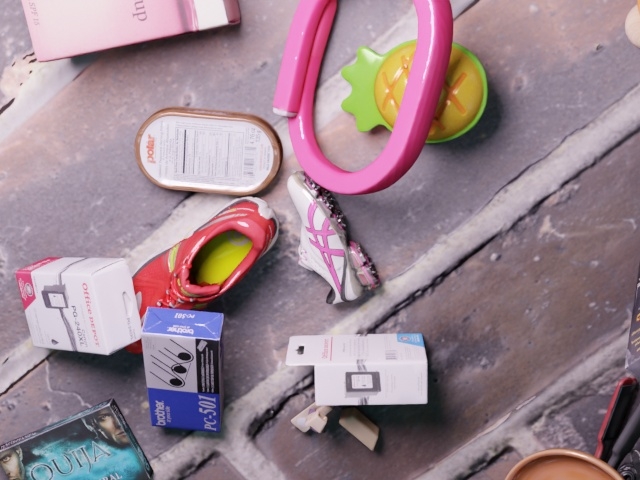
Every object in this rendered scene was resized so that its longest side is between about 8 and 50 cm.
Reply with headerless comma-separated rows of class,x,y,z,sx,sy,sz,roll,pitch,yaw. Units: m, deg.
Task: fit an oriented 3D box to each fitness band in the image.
fitness band,0.047,-0.198,1.142,0.209,0.054,0.291,25,109,35

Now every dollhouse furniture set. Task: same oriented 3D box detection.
dollhouse furniture set,0.016,0.267,1.319,0.114,0.091,0.081,41,118,-12

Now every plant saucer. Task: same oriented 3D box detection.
plant saucer,0.342,0.375,1.316,0.200,0.037,0.200,7,103,30

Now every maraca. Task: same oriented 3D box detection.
maraca,0.112,-0.183,1.184,0.185,0.099,0.127,5,101,21

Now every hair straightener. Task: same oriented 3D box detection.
hair straightener,0.402,0.304,1.304,0.047,0.089,0.230,7,109,-41

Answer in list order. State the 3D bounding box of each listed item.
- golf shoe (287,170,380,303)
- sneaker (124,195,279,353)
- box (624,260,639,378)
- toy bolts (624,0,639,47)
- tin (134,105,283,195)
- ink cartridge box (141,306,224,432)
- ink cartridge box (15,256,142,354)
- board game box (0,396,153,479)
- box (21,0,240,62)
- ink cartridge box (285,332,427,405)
golf shoe,0.000,0.000,1.248,0.086,0.067,0.186,-28,102,10
sneaker,-0.171,0.048,1.238,0.107,0.118,0.279,44,105,-9
box,0.481,0.007,1.082,0.076,0.242,0.307,34,134,-7
toy bolts,0.498,-0.256,1.158,0.218,0.158,0.228,-38,91,-30
tin,-0.143,-0.114,1.240,0.189,0.040,0.106,5,101,1
ink cartridge box,-0.175,0.172,1.260,0.097,0.046,0.207,5,136,0
ink cartridge box,-0.311,0.082,1.247,0.150,0.063,0.109,0,106,36
board game box,-0.346,0.311,1.362,0.186,0.026,0.126,-24,103,8
box,-0.226,-0.306,1.144,0.232,0.127,0.149,-11,104,5
ink cartridge box,0.047,0.168,1.272,0.180,0.104,0.060,-1,106,3
